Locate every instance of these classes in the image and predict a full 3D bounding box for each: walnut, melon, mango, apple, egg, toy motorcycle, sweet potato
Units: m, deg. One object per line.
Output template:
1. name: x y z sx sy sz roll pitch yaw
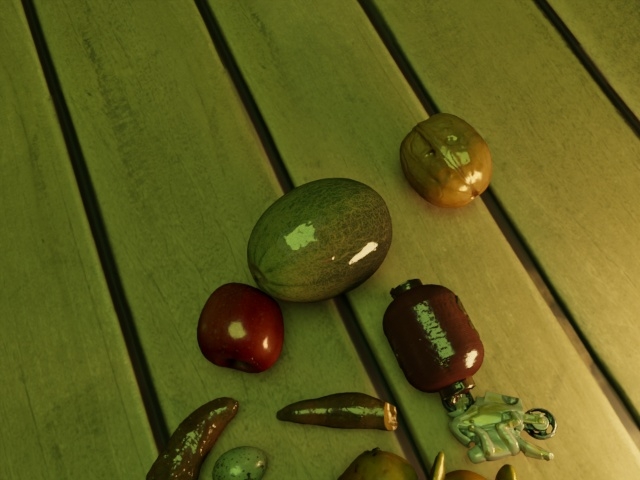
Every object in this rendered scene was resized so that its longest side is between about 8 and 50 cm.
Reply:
1. walnut: 0.286 -0.183 1.350 0.193 0.193 0.226 -23 68 -8
2. melon: 0.000 0.000 1.231 0.329 0.249 0.249 -25 67 -28
3. mango: 0.074 0.506 1.073 0.262 0.130 0.167 -47 49 -1
4. apple: -0.159 0.180 1.206 0.180 0.181 0.169 14 62 8
5. egg: -0.155 0.442 1.139 0.110 0.085 0.085 -28 68 -18
6. toy motorcycle: 0.340 0.369 1.155 0.228 0.074 0.151 14 59 20
7. sweet potato: -0.273 0.453 1.134 0.114 0.092 0.342 24 69 -6
8. sweet potato: 0.035 0.338 1.182 0.243 0.077 0.077 5 66 4

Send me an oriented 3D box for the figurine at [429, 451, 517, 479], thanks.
1. figurine: 0.294 0.496 1.046 0.228 0.215 0.215 3 66 -9

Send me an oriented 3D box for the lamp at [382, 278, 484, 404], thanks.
1. lamp: 0.230 0.201 1.195 0.180 0.180 0.258 -22 69 -8
